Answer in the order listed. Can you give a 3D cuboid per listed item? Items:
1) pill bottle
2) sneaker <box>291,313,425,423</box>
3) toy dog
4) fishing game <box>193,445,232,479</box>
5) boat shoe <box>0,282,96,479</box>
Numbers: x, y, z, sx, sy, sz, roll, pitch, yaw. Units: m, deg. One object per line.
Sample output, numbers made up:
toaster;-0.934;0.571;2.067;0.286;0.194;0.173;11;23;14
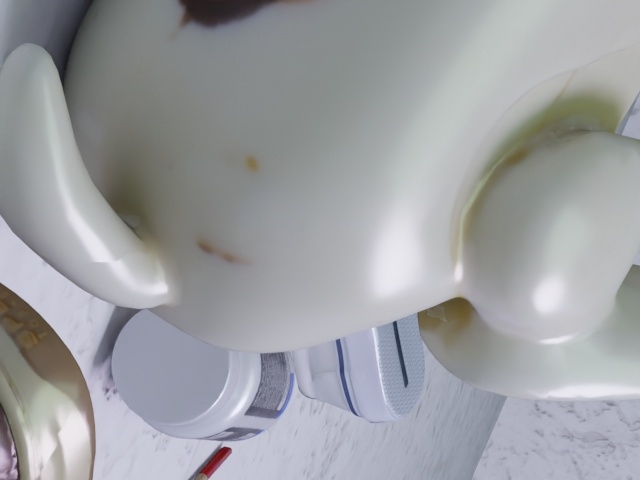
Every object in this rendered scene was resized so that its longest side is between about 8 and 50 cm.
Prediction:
pill bottle;-0.065;0.072;0.981;0.137;0.078;0.078;36;76;-77
sneaker;0.000;0.000;1.121;0.094;0.091;0.258;-41;129;-54
toy dog;0.044;-0.173;0.738;0.395;0.284;0.408;-1;119;-36
fishing game;-0.051;0.285;1.208;0.189;0.041;0.264;-42;121;-61
boat shoe;-0.166;0.174;0.687;0.123;0.123;0.342;-34;145;-44
